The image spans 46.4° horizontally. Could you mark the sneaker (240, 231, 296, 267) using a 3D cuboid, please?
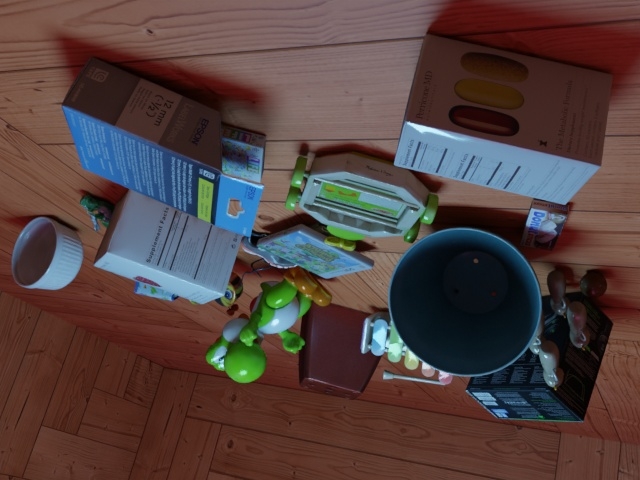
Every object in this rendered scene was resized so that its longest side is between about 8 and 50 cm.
[{"bbox_3d":[-0.116,0.020,1.817,0.158,0.061,0.065,17,154,-10],"label":"sneaker"}]

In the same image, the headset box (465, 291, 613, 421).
[{"bbox_3d":[0.509,0.261,1.729,0.131,0.283,0.246,42,149,-22],"label":"headset box"}]

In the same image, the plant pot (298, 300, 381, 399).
[{"bbox_3d":[0.055,0.355,2.332,0.267,0.235,0.267,16,160,-2],"label":"plant pot"}]

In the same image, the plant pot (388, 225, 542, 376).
[{"bbox_3d":[0.299,0.103,1.505,0.290,0.290,0.195,8,-168,17],"label":"plant pot"}]

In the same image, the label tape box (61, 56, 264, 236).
[{"bbox_3d":[-0.256,-0.152,1.316,0.348,0.115,0.249,22,159,-2],"label":"label tape box"}]

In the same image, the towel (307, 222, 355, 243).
[{"bbox_3d":[0.000,0.000,1.726,0.110,0.027,0.148,26,157,-27],"label":"towel"}]

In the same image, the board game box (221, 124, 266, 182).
[{"bbox_3d":[-0.157,-0.163,1.397,0.103,0.026,0.154,14,160,-1],"label":"board game box"}]

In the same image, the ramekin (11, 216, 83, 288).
[{"bbox_3d":[-0.773,0.044,2.127,0.207,0.207,0.109,-1,164,35],"label":"ramekin"}]

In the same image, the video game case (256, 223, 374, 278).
[{"bbox_3d":[-0.014,0.030,1.738,0.212,0.023,0.193,27,156,-27],"label":"video game case"}]

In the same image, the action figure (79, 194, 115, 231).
[{"bbox_3d":[-0.541,-0.051,1.917,0.137,0.063,0.232,7,156,28],"label":"action figure"}]

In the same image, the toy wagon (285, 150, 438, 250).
[{"bbox_3d":[0.067,-0.066,1.447,0.267,0.068,0.344,16,161,-3],"label":"toy wagon"}]

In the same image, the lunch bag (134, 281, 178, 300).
[{"bbox_3d":[-0.479,0.117,2.274,0.129,0.096,0.151,13,-171,4],"label":"lunch bag"}]

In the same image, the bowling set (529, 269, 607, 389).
[{"bbox_3d":[0.513,0.163,1.571,0.200,0.287,0.154,-17,134,7],"label":"bowling set"}]

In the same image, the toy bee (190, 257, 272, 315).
[{"bbox_3d":[-0.281,0.125,2.012,0.298,0.162,0.195,17,-151,38],"label":"toy bee"}]

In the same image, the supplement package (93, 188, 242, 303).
[{"bbox_3d":[-0.369,0.020,1.812,0.293,0.175,0.177,23,159,-21],"label":"supplement package"}]

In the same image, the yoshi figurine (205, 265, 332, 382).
[{"bbox_3d":[-0.133,0.240,1.954,0.203,0.362,0.203,48,-177,-7],"label":"yoshi figurine"}]

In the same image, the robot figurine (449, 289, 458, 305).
[{"bbox_3d":[0.288,0.159,1.735,0.173,0.209,0.278,-42,133,18],"label":"robot figurine"}]

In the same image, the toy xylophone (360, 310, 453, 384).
[{"bbox_3d":[0.278,0.317,2.150,0.323,0.236,0.081,2,-164,16],"label":"toy xylophone"}]

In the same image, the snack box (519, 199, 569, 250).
[{"bbox_3d":[0.412,-0.026,1.381,0.064,0.022,0.178,11,160,12],"label":"snack box"}]

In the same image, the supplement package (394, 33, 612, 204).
[{"bbox_3d":[0.234,-0.156,0.985,0.244,0.139,0.134,13,161,3],"label":"supplement package"}]
